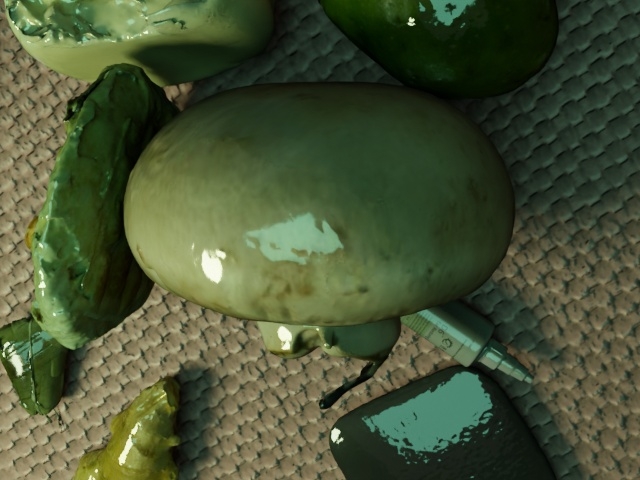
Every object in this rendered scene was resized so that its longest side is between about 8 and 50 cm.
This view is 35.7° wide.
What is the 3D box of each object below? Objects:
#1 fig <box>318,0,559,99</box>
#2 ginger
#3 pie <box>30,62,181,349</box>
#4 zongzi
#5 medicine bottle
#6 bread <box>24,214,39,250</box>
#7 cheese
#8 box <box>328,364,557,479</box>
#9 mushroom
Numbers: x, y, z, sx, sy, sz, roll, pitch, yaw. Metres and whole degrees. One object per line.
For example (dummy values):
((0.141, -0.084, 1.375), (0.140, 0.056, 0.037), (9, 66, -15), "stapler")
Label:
((0.105, -0.226, 0.959), (0.244, 0.195, 0.196), (0, 100, 26), "fig")
((-0.216, 0.262, 1.177), (0.205, 0.081, 0.115), (-51, 53, 24), "ginger")
((-0.205, -0.037, 1.009), (0.071, 0.306, 0.307), (11, 102, 8), "pie")
((-0.310, 0.157, 1.200), (0.130, 0.062, 0.154), (-20, 101, 5), "zongzi")
((0.144, 0.094, 1.068), (0.199, 0.057, 0.058), (34, 106, 6), "medicine bottle")
((-0.274, 0.012, 1.166), (0.157, 0.044, 0.052), (20, 107, 10), "bread")
((-0.176, -0.237, 1.008), (0.265, 0.233, 0.127), (-7, 87, 13), "cheese")
((0.135, 0.248, 1.105), (0.212, 0.042, 0.201), (-30, 91, 16), "box")
((0.000, 0.000, 0.930), (0.362, 0.362, 0.295), (1, 100, 14), "mushroom")
